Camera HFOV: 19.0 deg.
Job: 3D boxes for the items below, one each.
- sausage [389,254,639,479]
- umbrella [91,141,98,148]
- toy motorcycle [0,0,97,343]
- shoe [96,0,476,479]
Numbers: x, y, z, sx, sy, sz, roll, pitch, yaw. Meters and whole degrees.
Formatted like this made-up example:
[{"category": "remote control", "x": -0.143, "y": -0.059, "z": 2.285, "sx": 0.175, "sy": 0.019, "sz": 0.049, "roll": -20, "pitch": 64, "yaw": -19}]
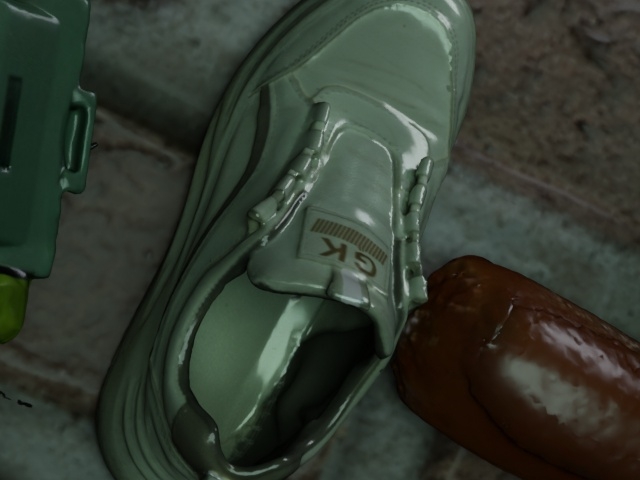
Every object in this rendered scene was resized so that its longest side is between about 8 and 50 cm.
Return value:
[{"category": "sausage", "x": 0.187, "y": 0.117, "z": 1.042, "sx": 0.330, "sy": 0.102, "sz": 0.102, "roll": 31, "pitch": 82, "yaw": -16}, {"category": "umbrella", "x": -0.166, "y": -0.022, "z": 0.961, "sx": 0.122, "sy": 0.013, "sz": 0.022, "roll": -22, "pitch": 77, "yaw": -15}, {"category": "toy motorcycle", "x": -0.274, "y": -0.070, "z": 0.837, "sx": 0.326, "sy": 0.200, "sz": 0.191, "roll": 11, "pitch": 84, "yaw": -28}, {"category": "shoe", "x": 0.000, "y": 0.000, "z": 0.942, "sx": 0.124, "sy": 0.159, "sz": 0.316, "roll": 27, "pitch": 86, "yaw": -16}]
